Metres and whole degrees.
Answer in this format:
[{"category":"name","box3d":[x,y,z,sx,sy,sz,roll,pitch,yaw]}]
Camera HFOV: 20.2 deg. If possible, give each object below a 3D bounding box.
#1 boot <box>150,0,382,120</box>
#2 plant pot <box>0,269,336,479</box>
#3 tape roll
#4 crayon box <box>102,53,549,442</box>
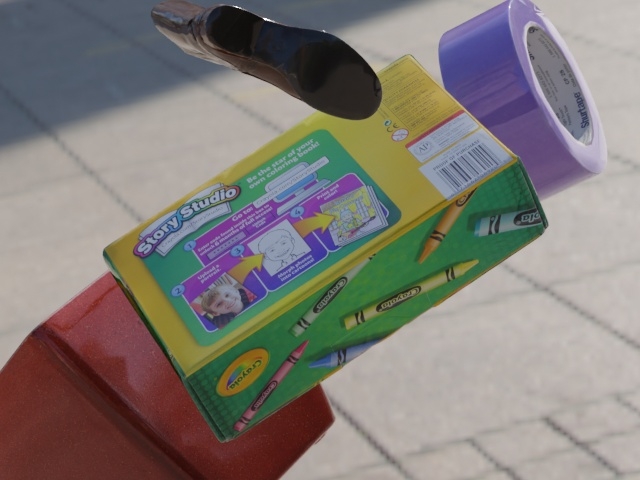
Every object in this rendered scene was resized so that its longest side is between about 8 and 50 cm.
[{"category":"boot","box3d":[-0.031,-0.096,0.938,0.106,0.037,0.114,28,-4,-20]},{"category":"plant pot","box3d":[-0.151,0.167,1.635,0.267,0.236,0.267,-41,-4,-47]},{"category":"tape roll","box3d":[0.195,-0.132,1.717,0.080,0.189,0.189,-26,9,25]},{"category":"crayon box","box3d":[0.000,0.000,1.290,0.278,0.081,0.165,-33,42,-5]}]
